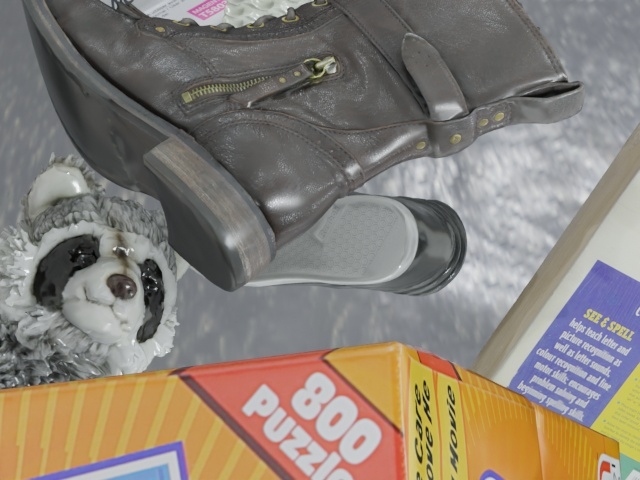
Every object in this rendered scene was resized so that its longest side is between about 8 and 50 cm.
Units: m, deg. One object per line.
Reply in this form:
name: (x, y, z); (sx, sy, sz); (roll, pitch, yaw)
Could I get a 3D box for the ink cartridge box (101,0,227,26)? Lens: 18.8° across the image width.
ink cartridge box: (-0.114, -0.292, 1.741); (0.235, 0.193, 0.088); (-25, 152, 31)

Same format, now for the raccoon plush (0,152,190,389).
raccoon plush: (-0.296, 0.097, 1.687); (0.446, 0.299, 0.216); (-5, 149, 43)

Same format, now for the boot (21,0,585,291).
boot: (-0.017, -0.102, 1.036); (0.229, 0.263, 0.091); (-33, 150, -17)

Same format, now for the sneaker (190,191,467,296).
sneaker: (0.000, 0.000, 1.730); (0.147, 0.296, 0.104); (12, 86, -51)

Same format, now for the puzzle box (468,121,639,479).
puzzle box: (0.328, 0.108, 1.345); (0.409, 0.052, 0.272); (27, 113, -14)

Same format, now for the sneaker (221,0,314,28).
sneaker: (-0.009, -0.170, 1.424); (0.102, 0.146, 0.293); (12, 149, 2)

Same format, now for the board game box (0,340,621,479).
board game box: (-0.070, 0.256, 0.787); (0.356, 0.356, 0.356); (-8, 76, 19)
